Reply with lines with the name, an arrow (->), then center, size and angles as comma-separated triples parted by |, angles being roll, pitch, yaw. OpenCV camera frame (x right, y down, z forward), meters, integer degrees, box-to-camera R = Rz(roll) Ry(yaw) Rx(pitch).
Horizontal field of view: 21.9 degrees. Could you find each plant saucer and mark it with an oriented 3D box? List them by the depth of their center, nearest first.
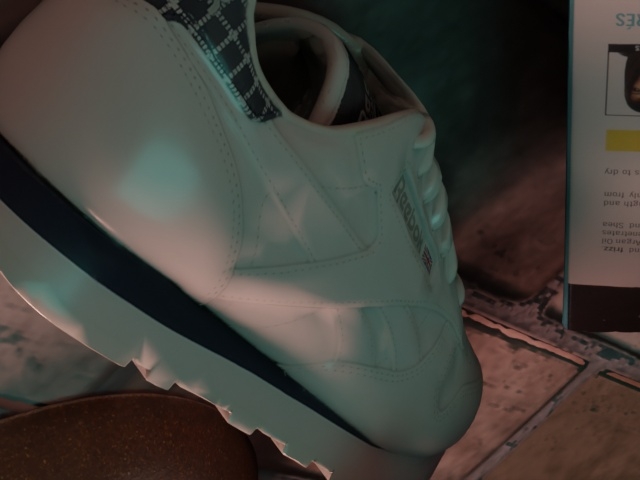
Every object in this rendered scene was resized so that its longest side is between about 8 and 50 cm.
plant saucer -> -0.100, 0.130, 0.550 | 0.198, 0.036, 0.199 | -25, 145, -18

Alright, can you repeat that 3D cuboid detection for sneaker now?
sneaker -> 0.000, 0.000, 0.437 | 0.095, 0.090, 0.235 | -50, 149, 2

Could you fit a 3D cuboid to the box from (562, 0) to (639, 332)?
box -> 0.117, -0.060, 0.443 | 0.100, 0.060, 0.244 | 3, 146, 9
